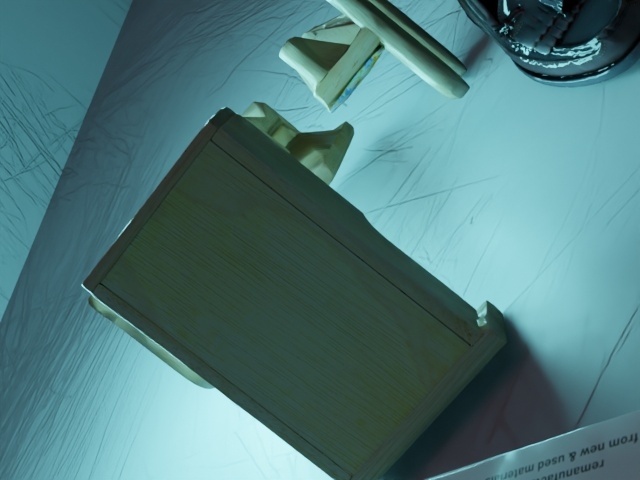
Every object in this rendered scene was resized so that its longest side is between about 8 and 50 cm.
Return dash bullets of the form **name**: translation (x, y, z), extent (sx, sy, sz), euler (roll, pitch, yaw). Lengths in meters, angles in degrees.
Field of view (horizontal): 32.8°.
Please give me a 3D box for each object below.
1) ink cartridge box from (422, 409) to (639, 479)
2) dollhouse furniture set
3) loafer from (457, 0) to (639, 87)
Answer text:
- **ink cartridge box**: translation (0.138, 0.225, 0.366), extent (0.197, 0.198, 0.270), euler (-31, 37, 43)
- **dollhouse furniture set**: translation (0.000, 0.000, 0.941), extent (0.362, 0.256, 0.394), euler (-50, 5, 16)
- **loafer**: translation (0.171, -0.210, 0.924), extent (0.109, 0.095, 0.302), euler (-54, 25, 9)
